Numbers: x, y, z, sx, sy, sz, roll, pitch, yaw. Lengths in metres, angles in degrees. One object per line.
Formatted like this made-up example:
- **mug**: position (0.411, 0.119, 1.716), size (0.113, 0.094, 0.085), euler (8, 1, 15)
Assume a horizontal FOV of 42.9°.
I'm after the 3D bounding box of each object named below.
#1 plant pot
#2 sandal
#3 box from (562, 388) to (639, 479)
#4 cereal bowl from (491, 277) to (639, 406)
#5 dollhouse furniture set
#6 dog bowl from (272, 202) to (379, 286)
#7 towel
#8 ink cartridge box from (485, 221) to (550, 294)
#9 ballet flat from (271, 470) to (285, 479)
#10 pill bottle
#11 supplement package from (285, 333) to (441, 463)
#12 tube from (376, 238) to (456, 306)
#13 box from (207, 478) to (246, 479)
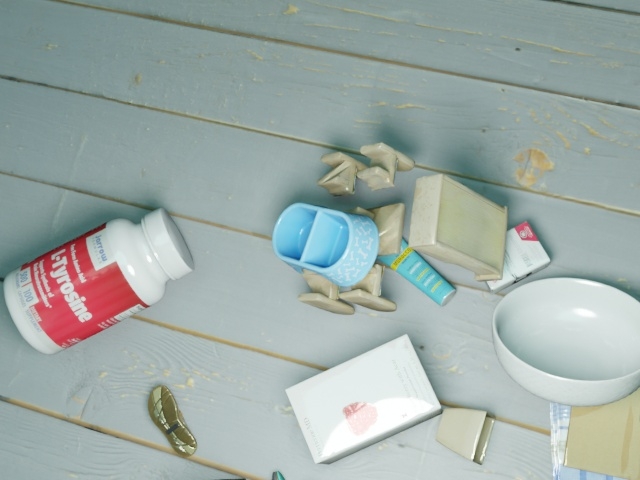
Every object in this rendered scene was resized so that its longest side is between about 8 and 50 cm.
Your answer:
- **plant pot**: position (0.313, 0.420, 1.784), size (0.096, 0.109, 0.109), euler (13, 76, 25)
- **sandal**: position (-0.348, 0.426, 1.923), size (0.072, 0.049, 0.180), euler (-33, 86, 5)
- **box**: position (0.616, 0.398, 1.743), size (0.164, 0.021, 0.201), euler (9, 76, 11)
- **cereal bowl**: position (0.535, 0.231, 1.736), size (0.339, 0.141, 0.339), euler (-4, 35, 3)
- **dollhouse furniture set**: position (0.190, -0.014, 1.869), size (0.394, 0.256, 0.362), euler (-8, 67, 45)
- **dog bowl**: position (0.000, 0.000, 1.814), size (0.297, 0.074, 0.166), euler (16, 85, 50)
- **towel**: position (0.604, 0.405, 1.772), size (0.209, 0.034, 0.285), euler (0, 74, 9)
- **ink cartridge box**: position (0.437, 0.042, 1.891), size (0.150, 0.063, 0.109), euler (-27, 71, 2)
- **ballet flat**: position (-0.069, 0.614, 1.807), size (0.074, 0.074, 0.203), euler (-35, 73, -2)
- **pill bottle**: position (-0.522, 0.088, 1.953), size (0.407, 0.229, 0.229), euler (-27, 71, 1)
- **supplement package**: position (0.100, 0.356, 1.797), size (0.293, 0.175, 0.177), euler (-25, 72, 2)
- **tube**: position (0.228, 0.072, 1.931), size (0.080, 0.052, 0.207), euler (-44, 65, -10)
- **box**: position (-0.175, 0.649, 1.695), size (0.073, 0.293, 0.295), euler (-22, 71, 2)
